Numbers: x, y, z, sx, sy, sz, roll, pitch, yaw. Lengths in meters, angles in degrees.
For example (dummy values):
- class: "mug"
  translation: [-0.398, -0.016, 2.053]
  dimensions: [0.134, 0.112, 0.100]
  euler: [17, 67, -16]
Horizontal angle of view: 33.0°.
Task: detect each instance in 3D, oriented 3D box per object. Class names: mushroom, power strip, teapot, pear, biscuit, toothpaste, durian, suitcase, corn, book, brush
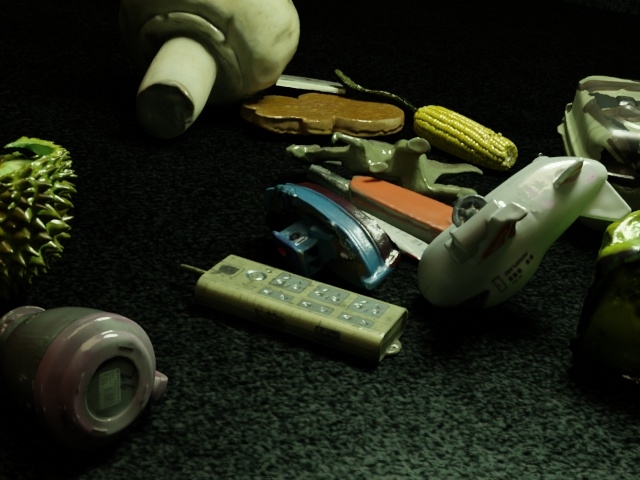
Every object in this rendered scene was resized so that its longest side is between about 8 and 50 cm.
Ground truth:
- class: "mushroom"
  translation: [-0.207, -0.312, 1.733]
  dimensions: [0.315, 0.314, 0.336]
  euler: [13, 46, 10]
- class: "power strip"
  translation: [-0.036, 0.067, 1.174]
  dimensions: [0.268, 0.034, 0.092]
  euler: [17, 25, 18]
- class: "teapot"
  translation: [-0.212, 0.103, 0.940]
  dimensions: [0.146, 0.116, 0.148]
  euler: [14, 26, 40]
- class: "pear"
  translation: [0.420, 0.059, 1.196]
  dimensions: [0.238, 0.163, 0.255]
  euler: [14, 22, 17]
- class: "biscuit"
  translation: [0.007, -0.207, 1.811]
  dimensions: [0.289, 0.044, 0.202]
  euler: [-10, 26, -35]
- class: "toothpaste"
  translation: [0.071, -0.014, 1.410]
  dimensions: [0.190, 0.031, 0.048]
  euler: [27, 26, 30]
- class: "durian"
  translation: [-0.363, -0.023, 1.095]
  dimensions: [0.237, 0.176, 0.200]
  euler: [-16, 42, -34]
- class: "suitcase"
  translation: [0.518, -0.089, 1.536]
  dimensions: [0.352, 0.193, 0.339]
  euler: [8, 29, 2]
- class: "corn"
  translation: [0.233, -0.169, 1.772]
  dimensions: [0.067, 0.067, 0.206]
  euler: [-15, 33, -43]
- class: "book"
  translation: [-0.022, -0.287, 1.980]
  dimensions: [0.127, 0.014, 0.181]
  euler: [6, 11, -4]
- class: "brush"
  translation: [0.112, -0.034, 1.449]
  dimensions: [0.323, 0.051, 0.070]
  euler: [26, 36, 30]

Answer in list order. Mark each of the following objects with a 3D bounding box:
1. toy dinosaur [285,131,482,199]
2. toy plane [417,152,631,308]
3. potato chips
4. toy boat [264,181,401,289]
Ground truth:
- class: "toy dinosaur"
  translation: [0.100, -0.111, 1.545]
  dimensions: [0.294, 0.077, 0.162]
  euler: [17, 0, -8]
- class: "toy plane"
  translation: [0.221, -0.008, 1.235]
  dimensions: [0.252, 0.252, 0.118]
  euler: [-16, 65, -44]
- class: "potato chips"
  translation: [0.118, -0.257, 1.941]
  dimensions: [0.209, 0.026, 0.142]
  euler: [22, 3, -3]
- class: "toy boat"
  translation: [0.000, 0.000, 1.273]
  dimensions: [0.097, 0.100, 0.223]
  euler: [-32, 40, -21]
